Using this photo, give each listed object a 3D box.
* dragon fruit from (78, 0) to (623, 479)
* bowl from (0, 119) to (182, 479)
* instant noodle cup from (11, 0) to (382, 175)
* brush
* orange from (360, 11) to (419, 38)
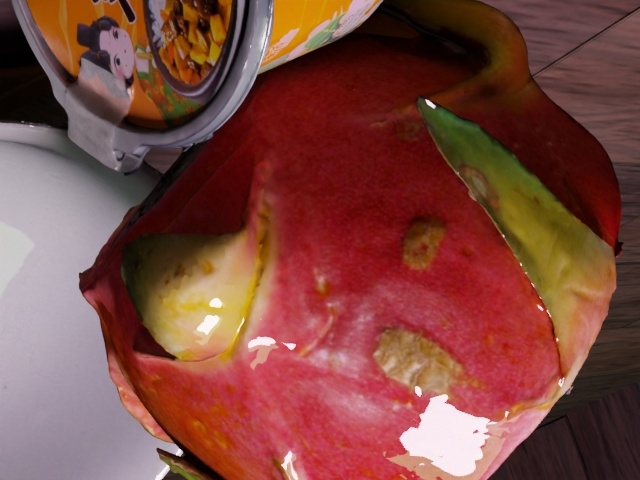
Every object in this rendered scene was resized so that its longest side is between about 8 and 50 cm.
[{"bbox_3d":[0.000,0.000,0.795,0.189,0.290,0.290,39,135,-18],"label":"dragon fruit"},{"bbox_3d":[-0.240,0.046,0.954,0.345,0.157,0.345,-16,128,-22],"label":"bowl"},{"bbox_3d":[-0.045,-0.141,0.692,0.125,0.177,0.208,-23,153,-42],"label":"instant noodle cup"},{"bbox_3d":[-0.228,-0.095,0.882,0.103,0.013,0.272,-24,162,19],"label":"brush"},{"bbox_3d":[0.018,-0.055,1.011,0.193,0.161,0.193,-13,163,-4],"label":"orange"}]
